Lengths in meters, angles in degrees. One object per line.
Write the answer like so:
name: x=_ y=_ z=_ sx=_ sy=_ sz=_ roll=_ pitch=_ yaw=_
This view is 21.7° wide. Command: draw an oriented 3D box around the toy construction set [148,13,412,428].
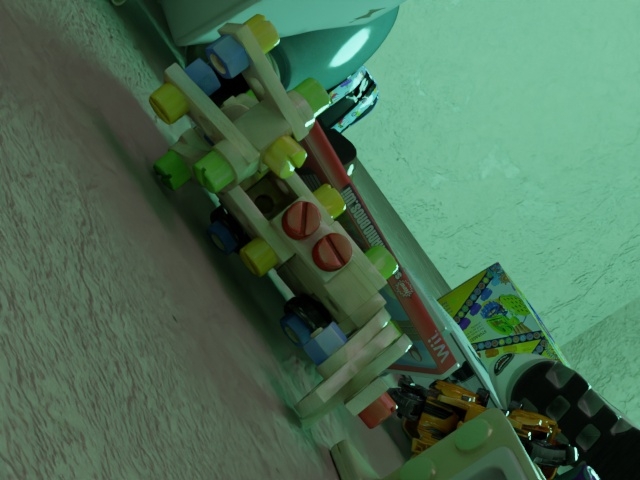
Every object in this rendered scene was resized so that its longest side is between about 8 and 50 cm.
toy construction set: x=-0.016 y=-0.005 z=1.340 sx=0.328 sy=0.151 sz=0.215 roll=64 pitch=-18 yaw=5

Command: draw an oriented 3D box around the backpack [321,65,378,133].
backpack: x=-0.009 y=-0.221 z=2.514 sx=0.158 sy=0.173 sz=0.117 roll=48 pitch=10 yaw=-52

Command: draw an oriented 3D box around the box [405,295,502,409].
box: x=0.198 y=0.228 z=2.172 sx=0.290 sy=0.087 sz=0.169 roll=59 pitch=6 yaw=26

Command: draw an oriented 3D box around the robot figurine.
robot figurine: x=0.174 y=0.211 z=1.794 sx=0.211 sy=0.085 sz=0.291 roll=18 pitch=2 yaw=13

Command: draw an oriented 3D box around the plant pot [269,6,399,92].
plant pot: x=-0.065 y=-0.288 z=2.155 sx=0.290 sy=0.290 sz=0.195 roll=54 pitch=43 yaw=-27

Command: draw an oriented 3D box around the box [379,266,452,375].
box: x=0.084 y=0.093 z=1.890 sx=0.087 sy=0.102 sz=0.101 roll=55 pitch=5 yaw=8

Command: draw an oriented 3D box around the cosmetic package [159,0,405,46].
cosmetic package: x=-0.014 y=-0.463 z=1.848 sx=0.329 sy=0.327 sz=0.394 roll=-16 pitch=83 yaw=-47

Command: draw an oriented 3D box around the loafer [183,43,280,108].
loafer: x=-0.099 y=-0.185 z=1.911 sx=0.092 sy=0.102 sz=0.268 roll=59 pitch=3 yaw=-41

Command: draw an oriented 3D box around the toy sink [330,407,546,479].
toy sink: x=0.134 y=0.239 z=1.333 sx=0.234 sy=0.131 sz=0.153 roll=52 pitch=6 yaw=-32

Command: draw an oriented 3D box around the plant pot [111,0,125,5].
plant pot: x=-0.221 y=-0.334 z=1.757 sx=0.096 sy=0.109 sz=0.109 roll=45 pitch=-4 yaw=47

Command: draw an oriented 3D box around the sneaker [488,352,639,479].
sneaker: x=0.329 y=0.249 z=2.050 sx=0.330 sy=0.122 sz=0.146 roll=50 pitch=-5 yaw=-18

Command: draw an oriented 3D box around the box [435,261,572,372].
box: x=0.312 y=0.221 z=2.734 sx=0.279 sy=0.177 sz=0.290 roll=59 pitch=6 yaw=18

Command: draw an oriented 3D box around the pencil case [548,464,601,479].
pencil case: x=0.228 y=0.291 z=1.734 sx=0.064 sy=0.151 sz=0.070 roll=52 pitch=13 yaw=-38

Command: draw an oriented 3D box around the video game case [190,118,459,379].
video game case: x=0.000 y=0.000 z=1.529 sx=0.285 sy=0.025 sz=0.204 roll=59 pitch=-24 yaw=-15

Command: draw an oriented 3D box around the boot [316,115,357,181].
boot: x=-0.040 y=-0.130 z=2.298 sx=0.305 sy=0.112 sz=0.115 roll=-124 pitch=-154 yaw=-50
